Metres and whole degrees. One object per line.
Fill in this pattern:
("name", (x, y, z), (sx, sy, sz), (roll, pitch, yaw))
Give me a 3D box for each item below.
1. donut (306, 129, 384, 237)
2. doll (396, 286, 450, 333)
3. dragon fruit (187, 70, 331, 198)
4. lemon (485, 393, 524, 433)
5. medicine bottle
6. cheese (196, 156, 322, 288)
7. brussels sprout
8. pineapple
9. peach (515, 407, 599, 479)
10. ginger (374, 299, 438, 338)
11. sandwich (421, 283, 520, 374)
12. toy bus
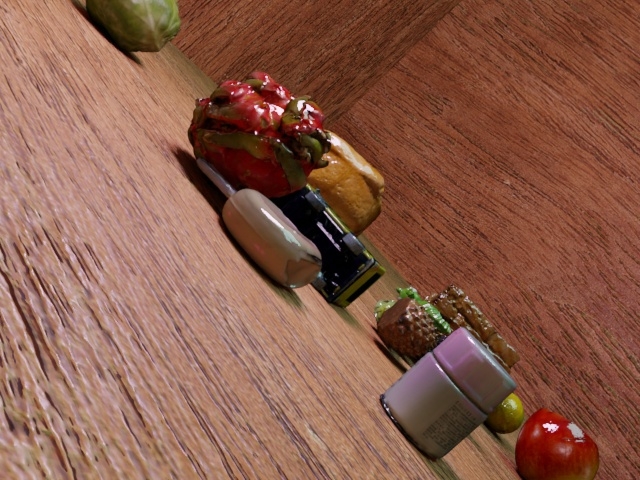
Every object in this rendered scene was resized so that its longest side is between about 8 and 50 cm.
("donut", (-0.005, -0.129, 1.821), (0.317, 0.150, 0.299), (20, -28, 27))
("doll", (0.233, 0.157, 1.747), (0.190, 0.050, 0.115), (40, -4, 47))
("dragon fruit", (-0.110, -0.185, 1.414), (0.303, 0.231, 0.237), (24, -35, 56))
("lemon", (0.469, 0.440, 1.989), (0.109, 0.109, 0.133), (45, 21, -13))
("medicine bottle", (0.194, 0.230, 1.169), (0.135, 0.168, 0.135), (45, 6, -6))
("cheese", (-0.112, -0.041, 1.274), (0.286, 0.082, 0.163), (48, 5, 27))
("brussels sprout", (-0.452, -0.569, 1.877), (0.244, 0.244, 0.244), (46, 6, -6))
("pineapple", (0.238, 0.242, 1.593), (0.277, 0.119, 0.130), (49, 17, -9))
("peach", (0.540, 0.481, 1.766), (0.190, 0.192, 0.190), (7, 2, 0))
("ginger", (0.205, 0.219, 1.758), (0.137, 0.089, 0.290), (29, -8, 27))
("sandwich", (0.352, 0.254, 1.988), (0.262, 0.131, 0.325), (48, -11, 3))
("toy bus", (0.000, 0.000, 1.562), (0.262, 0.128, 0.150), (50, 6, 23))
